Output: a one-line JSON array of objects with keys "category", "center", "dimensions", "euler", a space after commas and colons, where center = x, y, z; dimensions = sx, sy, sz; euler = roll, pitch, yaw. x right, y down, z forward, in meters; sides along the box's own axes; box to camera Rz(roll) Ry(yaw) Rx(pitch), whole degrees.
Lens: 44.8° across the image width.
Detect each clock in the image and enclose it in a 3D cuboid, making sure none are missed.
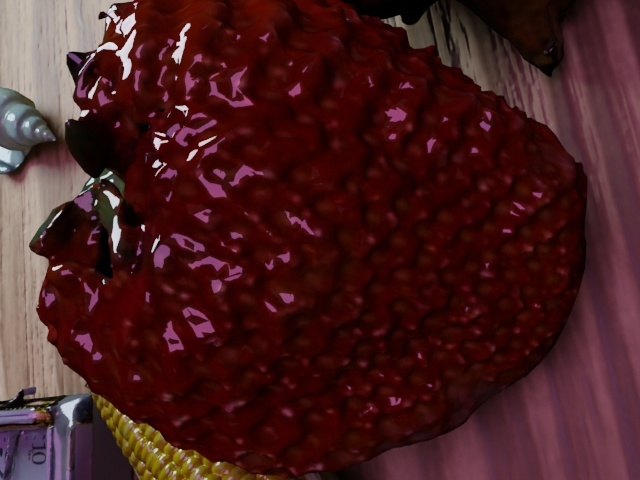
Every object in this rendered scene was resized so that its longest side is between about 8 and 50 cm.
[{"category": "clock", "center": [-0.261, 0.260, 0.692], "dimensions": [0.186, 0.083, 0.253], "euler": [-9, 75, 26]}]

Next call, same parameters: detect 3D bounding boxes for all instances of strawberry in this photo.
[{"category": "strawberry", "center": [0.000, 0.000, 0.525], "dimensions": [0.351, 0.267, 0.312], "euler": [12, 95, -3]}]

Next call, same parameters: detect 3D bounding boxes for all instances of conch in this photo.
[{"category": "conch", "center": [-0.334, -0.122, 0.834], "dimensions": [0.180, 0.088, 0.065], "euler": [21, 46, 36]}]

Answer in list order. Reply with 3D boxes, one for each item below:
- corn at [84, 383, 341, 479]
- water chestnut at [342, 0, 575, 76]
[{"category": "corn", "center": [-0.074, 0.174, 0.602], "dimensions": [0.305, 0.122, 0.123], "euler": [44, 144, 31]}, {"category": "water chestnut", "center": [0.085, -0.265, 0.521], "dimensions": [0.335, 0.335, 0.346], "euler": [-23, 99, 22]}]
